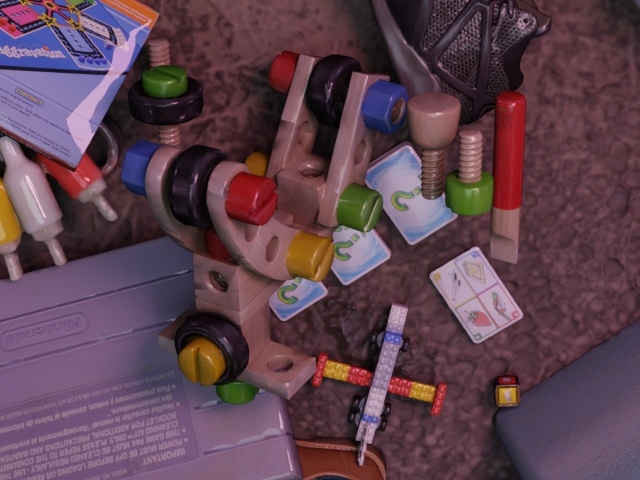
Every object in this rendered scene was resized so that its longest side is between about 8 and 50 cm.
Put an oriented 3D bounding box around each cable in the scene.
[{"bbox_3d":[-0.264,-0.115,1.558,0.139,0.072,0.287,-32,105,3],"label":"cable"}]

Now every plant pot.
[{"bbox_3d":[0.314,0.214,1.569,0.248,0.252,0.247,-35,104,9],"label":"plant pot"}]

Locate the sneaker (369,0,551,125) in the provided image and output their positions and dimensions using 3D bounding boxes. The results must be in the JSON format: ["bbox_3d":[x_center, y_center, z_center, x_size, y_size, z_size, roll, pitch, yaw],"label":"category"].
[{"bbox_3d":[0.099,-0.201,1.527,0.130,0.087,0.228,-22,109,5],"label":"sneaker"}]

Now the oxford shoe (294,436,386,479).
[{"bbox_3d":[-0.050,0.206,1.658,0.212,0.076,0.076,-3,109,2],"label":"oxford shoe"}]

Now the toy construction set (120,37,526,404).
[{"bbox_3d":[0.000,0.000,1.495,0.308,0.257,0.237,1,118,6],"label":"toy construction set"}]

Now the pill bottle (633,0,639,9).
[{"bbox_3d":[0.335,-0.207,1.485,0.278,0.162,0.162,33,104,-10],"label":"pill bottle"}]

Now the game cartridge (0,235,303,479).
[{"bbox_3d":[-0.208,0.136,1.593,0.355,0.068,0.230,-14,81,4],"label":"game cartridge"}]

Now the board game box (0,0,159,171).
[{"bbox_3d":[-0.283,-0.184,1.532,0.281,0.027,0.145,29,82,-8],"label":"board game box"}]

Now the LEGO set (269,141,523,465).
[{"bbox_3d":[0.064,0.067,1.625,0.182,0.060,0.244,-31,105,13],"label":"LEGO set"}]
